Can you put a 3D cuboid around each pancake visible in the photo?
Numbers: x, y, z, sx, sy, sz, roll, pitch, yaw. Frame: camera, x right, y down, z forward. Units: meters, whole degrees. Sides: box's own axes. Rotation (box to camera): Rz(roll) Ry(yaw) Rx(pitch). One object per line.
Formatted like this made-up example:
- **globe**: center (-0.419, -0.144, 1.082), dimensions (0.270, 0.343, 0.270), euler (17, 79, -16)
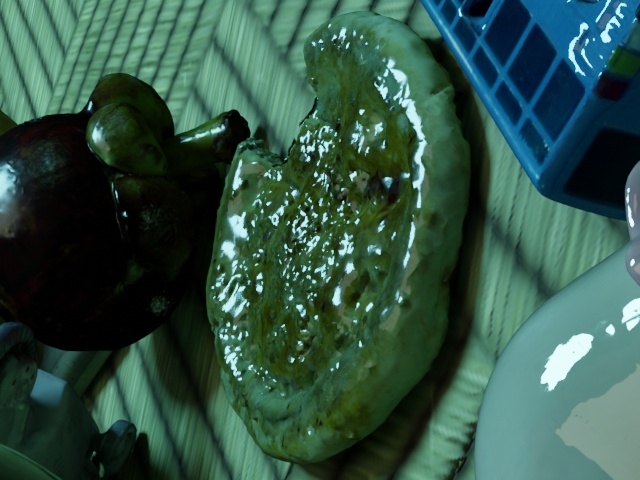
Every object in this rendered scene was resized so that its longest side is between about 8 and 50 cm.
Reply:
- **pancake**: center (0.000, 0.000, 0.723), dimensions (0.253, 0.037, 0.253), euler (-36, 48, 53)

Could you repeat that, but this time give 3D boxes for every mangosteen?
- **mangosteen**: center (-0.144, -0.018, 0.896), dimensions (0.184, 0.172, 0.172), euler (-56, 22, -16)

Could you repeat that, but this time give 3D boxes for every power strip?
- **power strip**: center (-0.218, 0.105, 1.102), dimensions (0.268, 0.034, 0.092), euler (-52, 37, 41)

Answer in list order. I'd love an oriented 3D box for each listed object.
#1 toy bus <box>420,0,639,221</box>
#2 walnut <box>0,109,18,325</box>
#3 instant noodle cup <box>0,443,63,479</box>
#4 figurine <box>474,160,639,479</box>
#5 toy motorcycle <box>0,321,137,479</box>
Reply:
- **toy bus**: center (0.098, -0.096, 0.517), dimensions (0.106, 0.090, 0.184), euler (-63, 31, 31)
- **walnut**: center (-0.372, 0.008, 1.141), dimensions (0.333, 0.333, 0.332), euler (-34, 50, 54)
- **instant noodle cup**: center (-0.231, 0.248, 0.703), dimensions (0.221, 0.311, 0.311), euler (-49, 37, 24)
- **figurine**: center (0.141, 0.003, 0.322), dimensions (0.235, 0.155, 0.127), euler (-61, 41, 33)
- **toy motorcycle**: center (-0.213, 0.160, 0.895), dimensions (0.171, 0.110, 0.260), euler (-60, -14, -24)
